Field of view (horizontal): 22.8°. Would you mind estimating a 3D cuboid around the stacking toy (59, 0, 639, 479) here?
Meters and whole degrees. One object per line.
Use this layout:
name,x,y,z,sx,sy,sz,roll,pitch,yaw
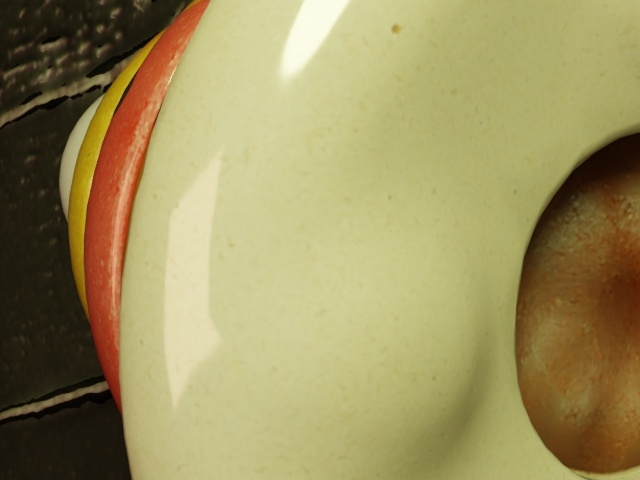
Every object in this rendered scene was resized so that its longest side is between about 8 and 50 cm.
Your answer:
stacking toy,0.000,0.000,0.671,0.480,0.351,0.350,12,101,58
